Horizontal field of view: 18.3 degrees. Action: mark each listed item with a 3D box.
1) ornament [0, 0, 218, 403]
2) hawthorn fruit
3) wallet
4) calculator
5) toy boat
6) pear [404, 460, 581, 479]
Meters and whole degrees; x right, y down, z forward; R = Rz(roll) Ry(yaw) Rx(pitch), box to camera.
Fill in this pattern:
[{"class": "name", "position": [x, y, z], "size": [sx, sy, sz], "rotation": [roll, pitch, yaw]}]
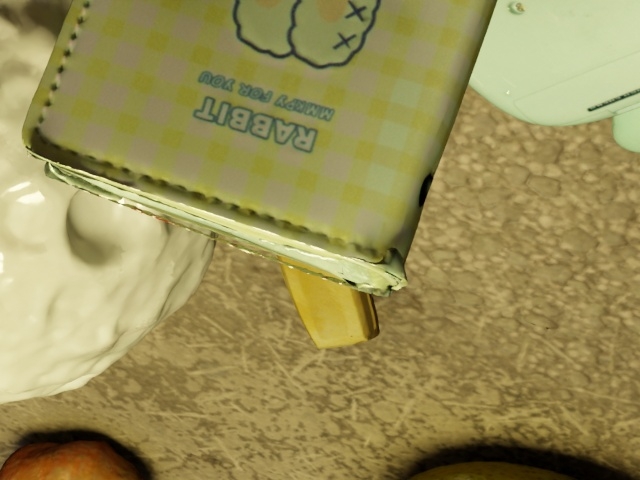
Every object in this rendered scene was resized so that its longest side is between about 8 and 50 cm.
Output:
[{"class": "ornament", "position": [-0.208, -0.055, 1.206], "size": [0.337, 0.337, 0.337], "rotation": [11, 143, 9]}, {"class": "hawthorn fruit", "position": [-0.235, 0.265, 1.772], "size": [0.149, 0.189, 0.149], "rotation": [26, 172, 4]}, {"class": "wallet", "position": [-0.009, -0.147, 1.042], "size": [0.223, 0.309, 0.077], "rotation": [18, 168, 4]}, {"class": "calculator", "position": [0.138, -0.148, 1.192], "size": [0.184, 0.042, 0.295], "rotation": [-21, 128, 40]}, {"class": "toy boat", "position": [0.000, 0.000, 1.411], "size": [0.057, 0.077, 0.200], "rotation": [-8, 135, 11]}, {"class": "pear", "position": [0.140, 0.311, 1.601], "size": [0.294, 0.294, 0.294], "rotation": [11, 143, 9]}]
